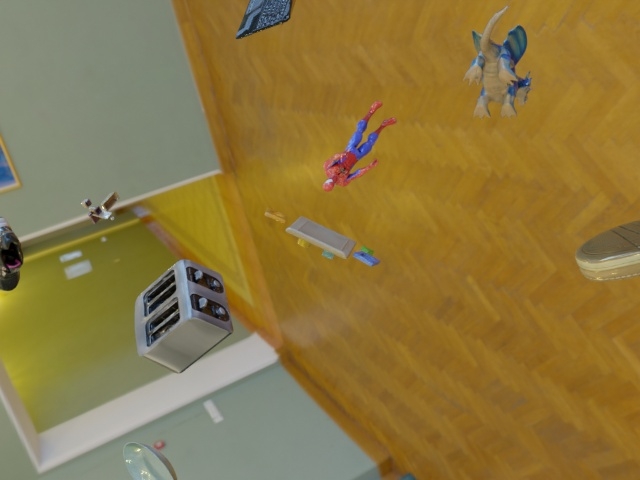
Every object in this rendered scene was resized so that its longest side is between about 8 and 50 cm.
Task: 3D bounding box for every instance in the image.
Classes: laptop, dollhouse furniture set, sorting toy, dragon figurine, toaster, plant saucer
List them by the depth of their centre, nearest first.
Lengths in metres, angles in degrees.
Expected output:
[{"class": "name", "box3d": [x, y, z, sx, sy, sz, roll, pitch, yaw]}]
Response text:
[{"class": "dragon figurine", "box3d": [0.293, -0.300, 1.001, 0.085, 0.144, 0.289, 2, 151, 27]}, {"class": "toaster", "box3d": [-0.276, 0.152, 1.198, 0.110, 0.186, 0.168, 37, -158, -39]}, {"class": "plant saucer", "box3d": [-0.414, 0.575, 1.516, 0.195, 0.037, 0.195, 18, 123, 30]}, {"class": "laptop", "box3d": [-0.120, -0.679, 1.562, 0.264, 0.234, 0.136, -8, 143, 30]}, {"class": "sorting toy", "box3d": [0.000, 0.000, 1.681, 0.196, 0.348, 0.047, -45, -20, -74]}, {"class": "dollhouse furniture set", "box3d": [-0.637, -0.113, 1.820, 0.081, 0.114, 0.091, 12, 141, 26]}]

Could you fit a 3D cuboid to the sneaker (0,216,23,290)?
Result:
[{"class": "sneaker", "box3d": [-0.632, 0.044, 1.213, 0.077, 0.072, 0.178, 38, 138, 23]}]

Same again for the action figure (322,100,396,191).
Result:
[{"class": "action figure", "box3d": [0.103, -0.226, 1.465, 0.091, 0.280, 0.139, 44, 158, -18]}]

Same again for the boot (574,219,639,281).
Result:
[{"class": "boot", "box3d": [0.466, 0.070, 0.791, 0.095, 0.262, 0.203, -121, 18, -68]}]
